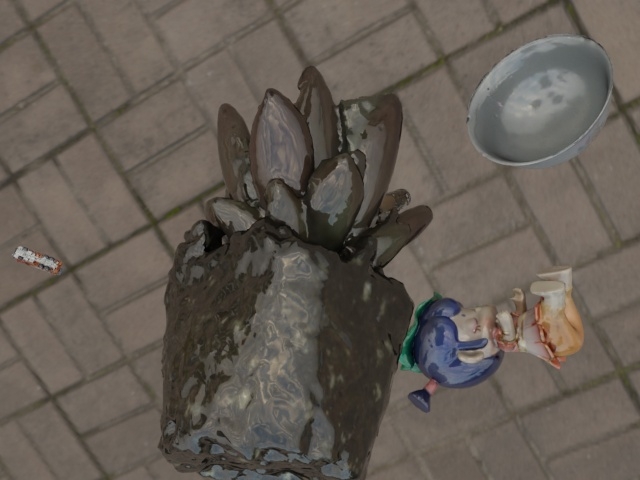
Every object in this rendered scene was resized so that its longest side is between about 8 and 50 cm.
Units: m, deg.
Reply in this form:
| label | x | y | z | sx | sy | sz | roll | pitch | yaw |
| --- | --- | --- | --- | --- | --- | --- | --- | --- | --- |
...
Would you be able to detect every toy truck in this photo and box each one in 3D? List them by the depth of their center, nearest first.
| label | x | y | z | sx | sy | sz | roll | pitch | yaw |
| --- | --- | --- | --- | --- | --- | --- | --- | --- | --- |
| toy truck | -0.433 | 0.030 | 1.462 | 0.083 | 0.032 | 0.024 | 19 | 69 | 4 |

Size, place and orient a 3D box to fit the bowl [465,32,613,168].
| label | x | y | z | sx | sy | sz | roll | pitch | yaw |
| --- | --- | --- | --- | --- | --- | --- | --- | --- | --- |
| bowl | 0.279 | -0.151 | 1.168 | 0.189 | 0.189 | 0.086 | -30 | 136 | 20 |

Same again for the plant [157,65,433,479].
| label | x | y | z | sx | sy | sz | roll | pitch | yaw |
| --- | --- | --- | --- | --- | --- | --- | --- | --- | --- |
| plant | -0.028 | 0.028 | 0.760 | 0.182 | 0.320 | 0.194 | -13 | 148 | 36 |

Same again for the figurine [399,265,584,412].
| label | x | y | z | sx | sy | sz | roll | pitch | yaw |
| --- | --- | --- | --- | --- | --- | --- | --- | --- | --- |
| figurine | 0.166 | 0.099 | 0.960 | 0.195 | 0.111 | 0.102 | -13 | 103 | 30 |

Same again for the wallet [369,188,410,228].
| label | x | y | z | sx | sy | sz | roll | pitch | yaw |
| --- | --- | --- | --- | --- | --- | --- | --- | --- | --- |
| wallet | 0.000 | -0.001 | 1.227 | 0.169 | 0.317 | 0.044 | -36 | 84 | 25 |
